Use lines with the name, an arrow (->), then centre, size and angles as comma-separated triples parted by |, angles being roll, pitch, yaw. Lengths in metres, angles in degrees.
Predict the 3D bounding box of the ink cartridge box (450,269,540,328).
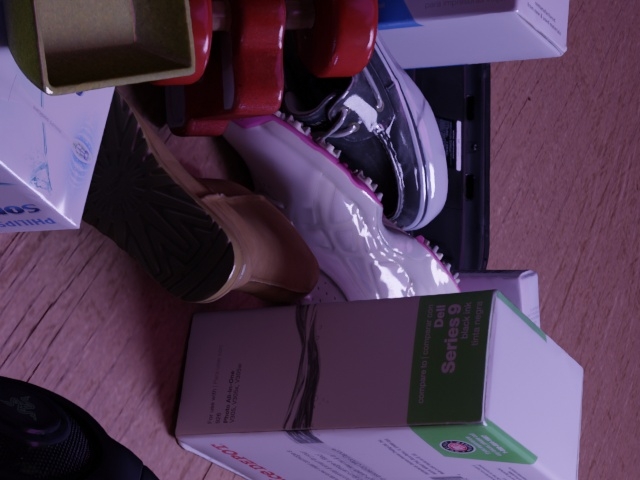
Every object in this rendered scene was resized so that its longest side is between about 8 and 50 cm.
ink cartridge box -> 0.127, 0.145, 1.796 | 0.066, 0.189, 0.232 | -5, 93, -61

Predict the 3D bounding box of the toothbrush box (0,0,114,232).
toothbrush box -> -0.258, -0.162, 1.178 | 0.295, 0.126, 0.216 | 48, 47, -52

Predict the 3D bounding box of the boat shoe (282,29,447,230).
boat shoe -> 0.008, -0.141, 1.699 | 0.119, 0.121, 0.335 | -45, 116, -44

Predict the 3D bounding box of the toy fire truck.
toy fire truck -> -0.084, -0.235, 1.427 | 0.169, 0.254, 0.302 | -5, 92, -21

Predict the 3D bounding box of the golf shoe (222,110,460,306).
golf shoe -> 0.000, 0.000, 1.656 | 0.140, 0.115, 0.306 | -48, 120, -5

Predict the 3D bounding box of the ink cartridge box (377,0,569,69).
ink cartridge box -> 0.126, -0.336, 1.789 | 0.129, 0.223, 0.307 | 27, 64, -57

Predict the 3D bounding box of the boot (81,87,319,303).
boot -> -0.118, -0.036, 1.452 | 0.236, 0.089, 0.269 | 51, 9, 7

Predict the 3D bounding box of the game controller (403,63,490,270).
game controller -> 0.128, -0.103, 1.967 | 0.166, 0.067, 0.319 | 7, 82, -47

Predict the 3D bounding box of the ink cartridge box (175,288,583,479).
ink cartridge box -> 0.052, 0.138, 1.559 | 0.211, 0.289, 0.121 | 39, 52, -54

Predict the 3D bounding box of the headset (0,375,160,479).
headset -> -0.243, 0.187, 1.082 | 0.394, 0.243, 0.185 | 44, 16, -15

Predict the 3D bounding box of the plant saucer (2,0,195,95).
plant saucer -> -0.156, -0.193, 1.189 | 0.188, 0.045, 0.188 | -20, 105, -63
